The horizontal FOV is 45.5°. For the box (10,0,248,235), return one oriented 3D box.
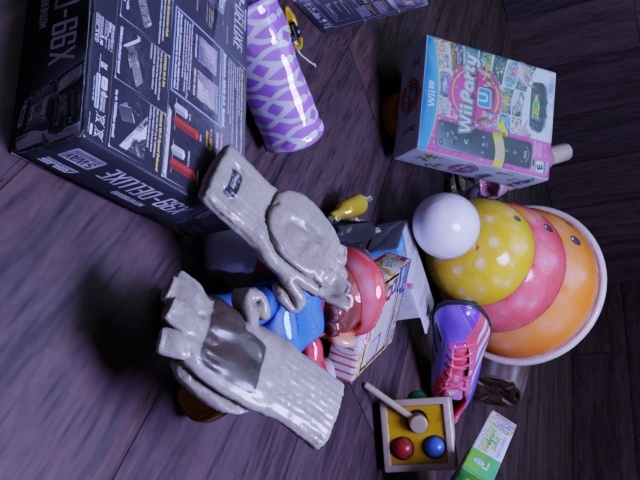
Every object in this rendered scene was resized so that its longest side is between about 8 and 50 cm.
[{"bbox_3d":[-0.161,-0.184,0.731,0.242,0.077,0.307,32,53,-60],"label":"box"}]

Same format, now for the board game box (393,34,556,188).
[{"bbox_3d":[0.301,-0.242,1.478,0.303,0.097,0.224,9,81,-22],"label":"board game box"}]

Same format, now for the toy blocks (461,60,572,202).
[{"bbox_3d":[0.346,-0.213,1.748,0.260,0.309,0.288,-18,77,-37],"label":"toy blocks"}]

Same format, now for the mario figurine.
[{"bbox_3d":[-0.057,0.091,0.866,0.320,0.170,0.198,-17,133,-56],"label":"mario figurine"}]

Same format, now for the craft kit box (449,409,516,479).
[{"bbox_3d":[0.219,0.422,1.234,0.250,0.061,0.246,-19,135,-66],"label":"craft kit box"}]

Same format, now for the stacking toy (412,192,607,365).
[{"bbox_3d":[0.322,0.034,1.465,0.480,0.351,0.350,29,55,-52],"label":"stacking toy"}]

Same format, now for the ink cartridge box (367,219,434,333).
[{"bbox_3d":[0.143,0.068,1.345,0.104,0.062,0.181,-62,137,-55],"label":"ink cartridge box"}]

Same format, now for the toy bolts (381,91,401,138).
[{"bbox_3d":[0.200,-0.275,1.576,0.218,0.158,0.228,9,81,-23],"label":"toy bolts"}]

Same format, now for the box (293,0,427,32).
[{"bbox_3d":[0.036,-0.399,1.123,0.231,0.183,0.056,24,60,-62],"label":"box"}]

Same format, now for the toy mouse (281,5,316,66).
[{"bbox_3d":[-0.064,-0.272,1.037,0.143,0.031,0.161,-70,143,-49],"label":"toy mouse"}]

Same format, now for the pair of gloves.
[{"bbox_3d":[-0.053,0.053,0.713,0.204,0.042,0.240,34,50,-30],"label":"pair of gloves"}]

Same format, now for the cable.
[{"bbox_3d":[0.000,0.000,1.093,0.287,0.072,0.139,-1,100,-54],"label":"cable"}]

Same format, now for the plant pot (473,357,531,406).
[{"bbox_3d":[0.424,0.291,1.803,0.167,0.167,0.165,61,38,-38],"label":"plant pot"}]

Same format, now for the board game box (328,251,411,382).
[{"bbox_3d":[0.075,0.108,1.131,0.193,0.045,0.146,-24,128,-66],"label":"board game box"}]

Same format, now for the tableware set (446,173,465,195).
[{"bbox_3d":[0.344,-0.141,1.930,0.141,0.020,0.168,49,39,-50],"label":"tableware set"}]

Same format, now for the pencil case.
[{"bbox_3d":[-0.058,-0.207,0.943,0.088,0.086,0.206,-59,139,-45],"label":"pencil case"}]

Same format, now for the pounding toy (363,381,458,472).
[{"bbox_3d":[0.143,0.291,1.208,0.100,0.130,0.141,39,46,-74],"label":"pounding toy"}]

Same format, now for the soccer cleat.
[{"bbox_3d":[0.253,0.226,1.416,0.318,0.109,0.116,83,18,-51],"label":"soccer cleat"}]
